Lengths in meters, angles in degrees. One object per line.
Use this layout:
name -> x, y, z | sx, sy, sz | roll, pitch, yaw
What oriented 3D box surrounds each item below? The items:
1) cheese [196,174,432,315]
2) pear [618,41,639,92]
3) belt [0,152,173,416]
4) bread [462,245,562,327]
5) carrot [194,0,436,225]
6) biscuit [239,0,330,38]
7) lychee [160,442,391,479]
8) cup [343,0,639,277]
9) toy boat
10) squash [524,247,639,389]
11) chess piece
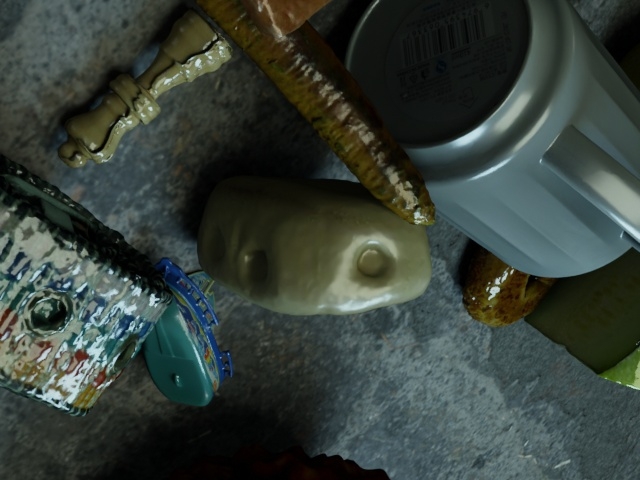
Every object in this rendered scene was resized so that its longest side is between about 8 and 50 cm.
cheese -> 0.000, 0.000, 1.324 | 0.218, 0.235, 0.117 | -14, 113, -67
pear -> 0.436, -0.147, 1.624 | 0.211, 0.188, 0.228 | -42, 145, 14
belt -> -0.262, 0.028, 1.087 | 0.160, 0.207, 0.295 | -52, 141, 2
bread -> 0.249, 0.026, 1.705 | 0.193, 0.064, 0.193 | -31, 145, -25
carrot -> 0.003, -0.128, 1.190 | 0.066, 0.066, 0.314 | -43, 104, -6
biscuit -> -0.013, -0.315, 1.107 | 0.284, 0.043, 0.306 | 7, 100, -40
lychee -> -0.018, 0.442, 1.504 | 0.500, 0.424, 0.424 | 40, 92, -25
cup -> 0.209, -0.097, 1.343 | 0.237, 0.323, 0.327 | -51, 144, 4
toy boat -> -0.132, 0.072, 1.372 | 0.175, 0.091, 0.110 | 79, 28, -43
squash -> 0.430, 0.010, 1.719 | 0.210, 0.233, 0.309 | 12, 104, -25
chess piece -> -0.155, -0.124, 1.182 | 0.172, 0.060, 0.060 | -43, 142, -5
